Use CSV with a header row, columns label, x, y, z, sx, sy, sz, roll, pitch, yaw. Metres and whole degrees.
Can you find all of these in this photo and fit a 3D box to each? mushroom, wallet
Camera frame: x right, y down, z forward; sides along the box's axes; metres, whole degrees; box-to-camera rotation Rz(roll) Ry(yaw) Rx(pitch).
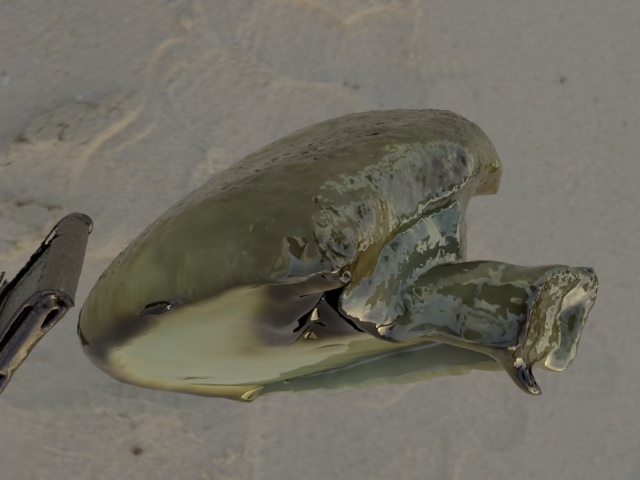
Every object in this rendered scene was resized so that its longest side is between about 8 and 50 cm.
label,x,y,z,sx,sy,sz,roll,pitch,yaw
mushroom,-0.009,-0.003,0.677,0.217,0.292,0.212,26,73,-42
wallet,-0.230,0.052,0.867,0.039,0.243,0.133,40,96,-15
